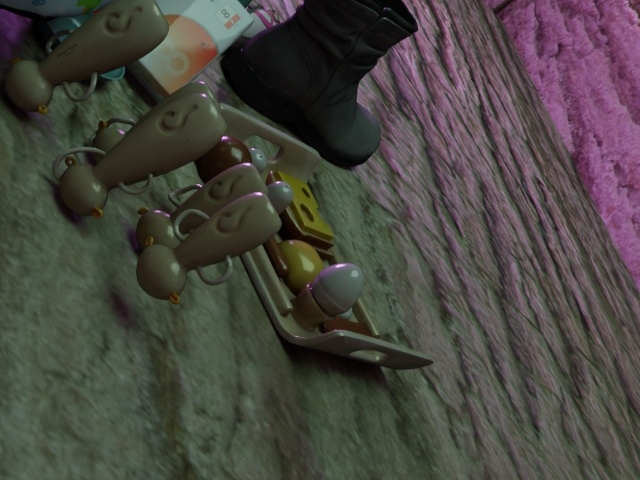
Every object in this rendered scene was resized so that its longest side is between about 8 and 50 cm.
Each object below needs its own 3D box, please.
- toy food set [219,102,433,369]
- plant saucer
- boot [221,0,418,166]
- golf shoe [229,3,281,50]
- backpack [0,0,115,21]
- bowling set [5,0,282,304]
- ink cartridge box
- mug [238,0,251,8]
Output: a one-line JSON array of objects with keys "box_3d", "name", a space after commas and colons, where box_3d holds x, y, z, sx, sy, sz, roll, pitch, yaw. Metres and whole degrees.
[{"box_3d": [0.000, 0.000, 1.393, 0.220, 0.092, 0.306, 21, 38, -57], "name": "toy food set"}, {"box_3d": [-0.246, -0.203, 1.276, 0.119, 0.021, 0.119, 45, 21, -23], "name": "plant saucer"}, {"box_3d": [0.048, -0.228, 1.701, 0.338, 0.223, 0.118, 21, 36, -57], "name": "boot"}, {"box_3d": [-0.078, -0.270, 1.718, 0.086, 0.067, 0.186, 57, 19, 5], "name": "golf shoe"}, {"box_3d": [-0.251, -0.344, 1.171, 0.290, 0.273, 0.355, 32, 45, -4], "name": "backpack"}, {"box_3d": [-0.140, -0.053, 1.137, 0.287, 0.154, 0.200, 60, 1, 23], "name": "bowling set"}, {"box_3d": [-0.178, -0.259, 1.372, 0.179, 0.045, 0.145, 50, 62, -16], "name": "ink cartridge box"}, {"box_3d": [-0.159, -0.289, 1.500, 0.129, 0.097, 0.158, 39, -12, 4], "name": "mug"}]
